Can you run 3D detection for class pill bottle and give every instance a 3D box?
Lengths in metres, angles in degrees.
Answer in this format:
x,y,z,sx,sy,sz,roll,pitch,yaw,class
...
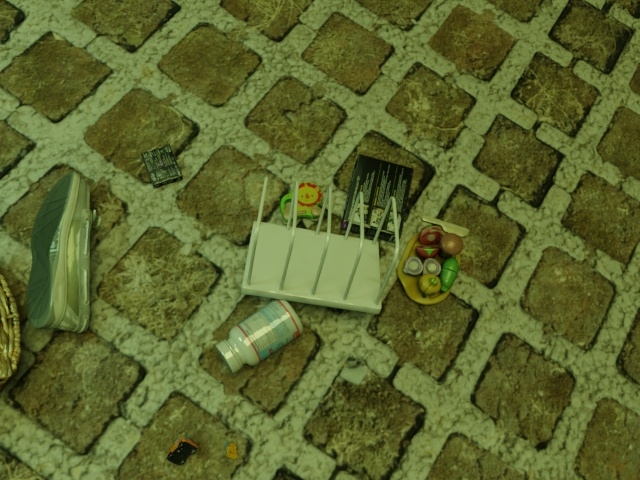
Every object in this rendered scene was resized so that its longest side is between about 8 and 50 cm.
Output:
x,y,z,sx,sy,sz,roll,pitch,yaw,class
-0.120,0.188,1.130,0.160,0.087,0.087,-32,78,-19,pill bottle

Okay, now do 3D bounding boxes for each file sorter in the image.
x,y,z,sx,sy,sz,roll,pitch,yaw,class
0.000,0.000,1.145,0.278,0.173,0.192,9,44,-6,file sorter

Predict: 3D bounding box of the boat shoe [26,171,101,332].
x,y,z,sx,sy,sz,roll,pitch,yaw,class
-0.493,0.020,1.131,0.118,0.103,0.320,-20,63,31,boat shoe

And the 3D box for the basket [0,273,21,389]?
x,y,z,sx,sy,sz,roll,pitch,yaw,class
-0.688,0.165,1.042,0.214,0.223,0.299,-11,68,-48,basket

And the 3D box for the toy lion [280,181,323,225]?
x,y,z,sx,sy,sz,roll,pitch,yaw,class
-0.042,-0.086,1.281,0.100,0.034,0.096,-9,64,-12,toy lion

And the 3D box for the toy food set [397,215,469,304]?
x,y,z,sx,sy,sz,roll,pitch,yaw,class
0.253,0.032,1.260,0.128,0.071,0.217,25,67,0,toy food set

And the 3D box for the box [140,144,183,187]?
x,y,z,sx,sy,sz,roll,pitch,yaw,class
-0.347,-0.163,1.263,0.067,0.018,0.083,-21,74,-16,box

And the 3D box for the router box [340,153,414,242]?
x,y,z,sx,sy,sz,roll,pitch,yaw,class
0.129,-0.096,1.302,0.133,0.046,0.178,15,67,-3,router box

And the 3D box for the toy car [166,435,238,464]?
x,y,z,sx,sy,sz,roll,pitch,yaw,class
-0.220,0.392,1.073,0.122,0.060,0.040,20,22,-19,toy car
